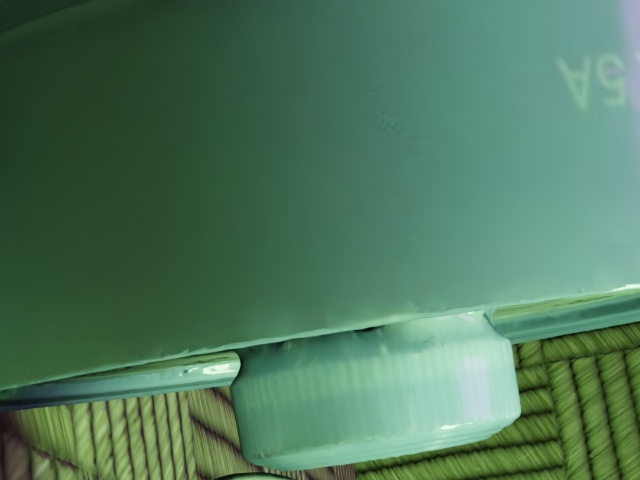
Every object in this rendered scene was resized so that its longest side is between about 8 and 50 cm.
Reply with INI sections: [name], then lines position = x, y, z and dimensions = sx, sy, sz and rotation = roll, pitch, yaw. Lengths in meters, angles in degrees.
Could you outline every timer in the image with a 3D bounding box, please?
[timer]
position = 0.000, 0.000, 0.592
dimensions = 0.395, 0.395, 0.173
rotation = 40, 42, -83

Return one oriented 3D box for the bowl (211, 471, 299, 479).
[bowl]
position = -0.043, 0.219, 0.590
dimensions = 0.238, 0.126, 0.237
rotation = 31, 48, -41
